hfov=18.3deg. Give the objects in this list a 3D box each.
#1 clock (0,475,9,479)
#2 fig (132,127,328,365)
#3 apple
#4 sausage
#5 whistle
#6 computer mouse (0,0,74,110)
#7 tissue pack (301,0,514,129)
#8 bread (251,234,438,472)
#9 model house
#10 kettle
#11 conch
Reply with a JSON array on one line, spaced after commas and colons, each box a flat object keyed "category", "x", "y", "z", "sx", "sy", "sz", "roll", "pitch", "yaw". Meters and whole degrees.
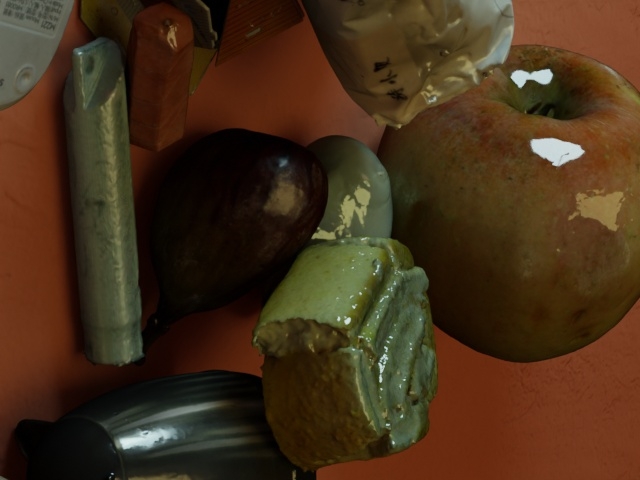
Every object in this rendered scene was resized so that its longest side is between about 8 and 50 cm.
[{"category": "clock", "x": -0.352, "y": 0.373, "z": 1.734, "sx": 0.309, "sy": 0.114, "sz": 0.284, "roll": -39, "pitch": 139, "yaw": -38}, {"category": "fig", "x": -0.110, "y": 0.007, "z": 1.943, "sx": 0.145, "sy": 0.170, "sz": 0.274, "roll": 35, "pitch": 94, "yaw": -23}, {"category": "apple", "x": 0.228, "y": -0.038, "z": 2.197, "sx": 0.338, "sy": 0.338, "sz": 0.305, "roll": -35, "pitch": 141, "yaw": -40}, {"category": "sausage", "x": -0.151, "y": -0.158, "z": 1.832, "sx": 0.065, "sy": 0.065, "sz": 0.169, "roll": -44, "pitch": 159, "yaw": -35}, {"category": "whistle", "x": -0.205, "y": -0.034, "z": 1.863, "sx": 0.062, "sy": 0.062, "sz": 0.312, "roll": -24, "pitch": 119, "yaw": -46}, {"category": "computer mouse", "x": -0.281, "y": -0.256, "z": 1.654, "sx": 0.184, "sy": 0.121, "sz": 0.297, "roll": 0, "pitch": 114, "yaw": -60}, {"category": "tissue pack", "x": 0.038, "y": -0.343, "z": 1.877, "sx": 0.375, "sy": 0.195, "sz": 0.390, "roll": 59, "pitch": 14, "yaw": -44}, {"category": "bread", "x": 0.034, "y": 0.093, "z": 1.904, "sx": 0.257, "sy": 0.124, "sz": 0.186, "roll": -70, "pitch": 143, "yaw": -47}, {"category": "model house", "x": -0.098, "y": -0.235, "z": 1.873, "sx": 0.207, "sy": 0.136, "sz": 0.219, "roll": -56, "pitch": 137, "yaw": -24}, {"category": "kettle", "x": -0.156, "y": 0.241, "z": 1.867, "sx": 0.271, "sy": 0.207, "sz": 0.251, "roll": 8, "pitch": 52, "yaw": -51}, {"category": "conch", "x": 0.005, "y": 0.000, "z": 2.067, "sx": 0.185, "sy": 0.121, "sz": 0.221, "roll": 11, "pitch": 97, "yaw": -72}]
